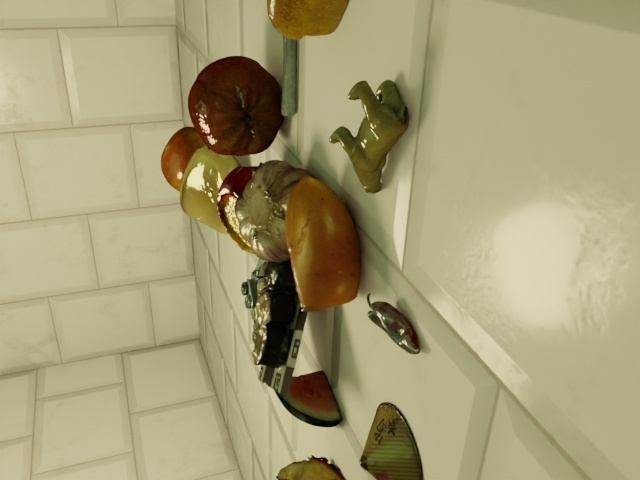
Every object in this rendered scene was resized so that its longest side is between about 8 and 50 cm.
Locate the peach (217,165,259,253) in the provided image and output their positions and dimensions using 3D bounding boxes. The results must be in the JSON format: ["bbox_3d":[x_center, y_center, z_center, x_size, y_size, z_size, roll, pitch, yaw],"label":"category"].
[{"bbox_3d":[-0.171,-0.076,1.576,0.196,0.189,0.226,64,-152,-75],"label":"peach"}]

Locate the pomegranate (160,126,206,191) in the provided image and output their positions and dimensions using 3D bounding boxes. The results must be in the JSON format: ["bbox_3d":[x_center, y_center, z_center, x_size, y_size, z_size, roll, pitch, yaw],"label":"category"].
[{"bbox_3d":[-0.459,-0.284,2.262,0.264,0.264,0.264,172,90,-71],"label":"pomegranate"}]

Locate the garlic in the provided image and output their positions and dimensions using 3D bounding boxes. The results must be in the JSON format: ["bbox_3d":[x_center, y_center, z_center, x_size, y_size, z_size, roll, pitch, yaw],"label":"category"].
[{"bbox_3d":[-0.080,-0.063,1.397,0.245,0.160,0.245,-10,76,47],"label":"garlic"}]

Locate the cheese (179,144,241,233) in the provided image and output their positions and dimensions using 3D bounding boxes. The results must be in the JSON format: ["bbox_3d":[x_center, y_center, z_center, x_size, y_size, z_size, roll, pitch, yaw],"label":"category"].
[{"bbox_3d":[-0.355,-0.181,2.071,0.128,0.259,0.316,-54,-13,-53],"label":"cheese"}]

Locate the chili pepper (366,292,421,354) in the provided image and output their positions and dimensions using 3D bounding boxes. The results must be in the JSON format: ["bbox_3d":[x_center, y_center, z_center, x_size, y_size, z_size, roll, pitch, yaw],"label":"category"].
[{"bbox_3d":[0.127,0.145,1.048,0.153,0.041,0.050,38,156,42],"label":"chili pepper"}]

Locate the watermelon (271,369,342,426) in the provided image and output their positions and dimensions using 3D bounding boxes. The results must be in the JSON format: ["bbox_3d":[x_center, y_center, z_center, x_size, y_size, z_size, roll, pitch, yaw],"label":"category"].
[{"bbox_3d":[-0.031,0.407,1.528,0.193,0.137,0.145,29,139,13],"label":"watermelon"}]

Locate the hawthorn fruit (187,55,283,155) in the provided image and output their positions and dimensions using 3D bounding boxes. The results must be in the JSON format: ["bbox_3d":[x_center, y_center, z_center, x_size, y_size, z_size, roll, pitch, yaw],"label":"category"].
[{"bbox_3d":[-0.221,-0.342,1.568,0.261,0.258,0.258,17,117,39],"label":"hawthorn fruit"}]

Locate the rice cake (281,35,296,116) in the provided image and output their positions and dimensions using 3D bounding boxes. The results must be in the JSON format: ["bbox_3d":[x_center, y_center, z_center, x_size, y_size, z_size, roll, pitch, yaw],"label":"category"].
[{"bbox_3d":[-0.073,-0.389,1.422,0.033,0.033,0.208,-130,37,-55],"label":"rice cake"}]

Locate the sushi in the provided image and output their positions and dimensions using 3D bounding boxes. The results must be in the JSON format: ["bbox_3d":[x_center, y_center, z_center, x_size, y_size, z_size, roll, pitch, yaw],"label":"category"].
[{"bbox_3d":[-0.121,0.164,1.481,0.296,0.100,0.373,170,115,-71],"label":"sushi"}]

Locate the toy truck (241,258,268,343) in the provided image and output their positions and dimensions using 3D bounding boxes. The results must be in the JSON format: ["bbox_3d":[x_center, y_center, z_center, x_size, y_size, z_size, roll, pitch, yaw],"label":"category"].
[{"bbox_3d":[-0.147,0.175,1.779,0.140,0.108,0.257,-51,45,48],"label":"toy truck"}]

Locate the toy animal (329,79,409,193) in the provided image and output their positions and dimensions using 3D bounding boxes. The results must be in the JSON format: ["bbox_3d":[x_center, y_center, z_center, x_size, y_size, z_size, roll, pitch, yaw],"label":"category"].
[{"bbox_3d":[0.085,-0.162,0.992,0.101,0.103,0.219,50,147,15],"label":"toy animal"}]

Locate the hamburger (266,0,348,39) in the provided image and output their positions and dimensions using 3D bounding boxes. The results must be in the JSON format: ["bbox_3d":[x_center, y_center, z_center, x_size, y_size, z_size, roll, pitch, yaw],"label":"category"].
[{"bbox_3d":[-0.033,-0.476,1.079,0.283,0.156,0.144,126,133,-67],"label":"hamburger"}]

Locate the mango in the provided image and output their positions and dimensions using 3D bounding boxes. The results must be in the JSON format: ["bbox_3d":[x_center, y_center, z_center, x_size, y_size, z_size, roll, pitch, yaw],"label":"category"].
[{"bbox_3d":[0.000,0.000,1.212,0.187,0.138,0.257,-167,72,-75],"label":"mango"}]

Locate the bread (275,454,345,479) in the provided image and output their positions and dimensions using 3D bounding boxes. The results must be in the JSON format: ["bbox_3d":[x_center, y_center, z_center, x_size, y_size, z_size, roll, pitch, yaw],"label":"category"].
[{"bbox_3d":[-0.017,0.602,1.511,0.160,0.140,0.169,57,147,29],"label":"bread"}]

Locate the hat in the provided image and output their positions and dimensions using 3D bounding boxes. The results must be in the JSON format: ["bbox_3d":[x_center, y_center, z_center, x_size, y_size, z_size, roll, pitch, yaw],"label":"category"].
[{"bbox_3d":[0.111,0.406,1.145,0.193,0.082,0.193,173,90,-72],"label":"hat"}]
